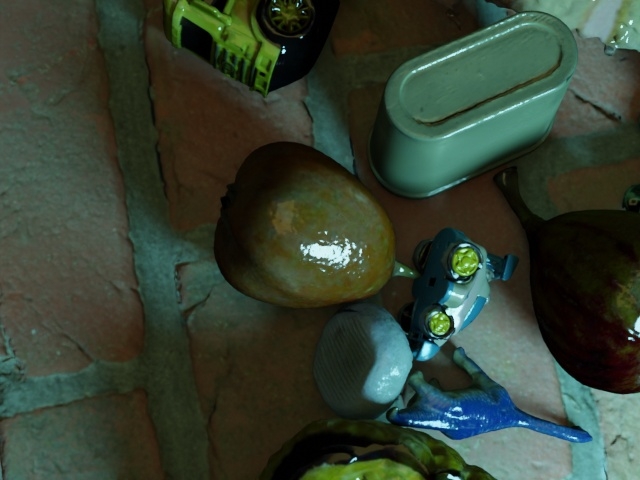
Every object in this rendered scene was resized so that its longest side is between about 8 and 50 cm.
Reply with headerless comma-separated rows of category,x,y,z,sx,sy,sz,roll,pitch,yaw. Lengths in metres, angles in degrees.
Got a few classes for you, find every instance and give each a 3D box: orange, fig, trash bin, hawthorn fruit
orange,0.094,0.351,1.666,0.368,0.210,0.271,31,98,4
fig,0.311,0.022,1.771,0.217,0.217,0.321,-34,53,-7
trash bin,0.172,-0.155,1.746,0.243,0.247,0.121,-24,79,-4
hawthorn fruit,0.000,0.000,1.746,0.251,0.199,0.199,25,80,-7

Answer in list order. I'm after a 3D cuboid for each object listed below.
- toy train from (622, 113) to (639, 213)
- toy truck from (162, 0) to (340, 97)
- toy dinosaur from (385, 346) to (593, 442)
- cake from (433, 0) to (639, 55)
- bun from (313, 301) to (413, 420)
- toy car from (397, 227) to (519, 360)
toy train,0.450,-0.091,1.827,0.132,0.083,0.200,17,79,-9
toy truck,-0.055,-0.395,1.820,0.254,0.180,0.405,23,79,1
toy dinosaur,0.188,0.210,1.725,0.188,0.247,0.075,32,113,24
cake,0.313,-0.430,1.748,0.307,0.293,0.314,12,52,0
bun,0.056,0.142,1.755,0.083,0.141,0.141,7,77,-34
toy car,0.160,0.071,1.771,0.098,0.126,0.161,17,85,-13
